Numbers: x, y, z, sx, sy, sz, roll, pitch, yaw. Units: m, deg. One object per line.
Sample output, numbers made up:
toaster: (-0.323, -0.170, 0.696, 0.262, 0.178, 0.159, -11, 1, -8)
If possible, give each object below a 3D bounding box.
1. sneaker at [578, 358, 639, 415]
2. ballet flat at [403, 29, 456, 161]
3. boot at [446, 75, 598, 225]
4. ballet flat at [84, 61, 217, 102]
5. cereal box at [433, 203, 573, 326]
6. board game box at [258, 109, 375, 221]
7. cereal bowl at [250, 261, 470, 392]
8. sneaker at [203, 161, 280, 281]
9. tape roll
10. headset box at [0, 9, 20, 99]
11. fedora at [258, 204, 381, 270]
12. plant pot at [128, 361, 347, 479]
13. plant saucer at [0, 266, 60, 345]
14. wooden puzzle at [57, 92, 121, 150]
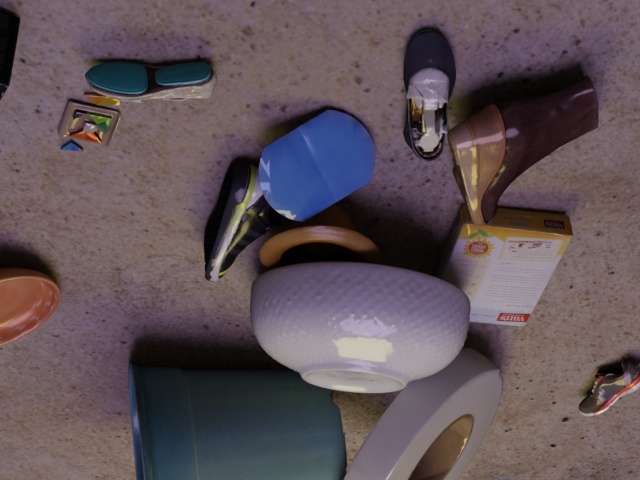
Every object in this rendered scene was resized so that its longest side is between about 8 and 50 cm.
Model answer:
sneaker: (0.518, 0.260, 2.125, 0.065, 0.061, 0.158, 40, 126, -7)
ballet flat: (0.145, -0.182, 1.546, 0.074, 0.074, 0.203, -3, 139, -2)
boot: (0.289, -0.118, 1.623, 0.207, 0.090, 0.248, -20, 151, 2)
ballet flat: (-0.218, -0.197, 1.508, 0.168, 0.057, 0.052, -1, 149, -4)
cereal box: (0.274, 0.044, 1.840, 0.173, 0.047, 0.240, 6, 140, -9)
board game box: (-0.009, -0.110, 1.626, 0.169, 0.033, 0.133, -32, 122, -2)
cereal bowl: (0.056, 0.149, 1.786, 0.339, 0.141, 0.339, 6, 162, 2)
sneaker: (-0.108, -0.017, 1.706, 0.097, 0.084, 0.234, 9, 138, -17)
tape roll: (0.173, 0.363, 2.002, 0.392, 0.072, 0.392, -40, 150, -28)
headset box: (-0.541, -0.188, 1.429, 0.246, 0.131, 0.283, 22, 134, -27)
fedora: (0.000, 0.000, 1.731, 0.194, 0.079, 0.194, 2, 154, 1)
plant pot: (-0.143, 0.360, 1.985, 0.334, 0.341, 0.341, -4, 140, -12)
plant saucer: (-0.501, 0.101, 1.799, 0.200, 0.037, 0.200, -23, 153, -12)
wooden puzzle: (-0.312, -0.157, 1.577, 0.079, 0.014, 0.116, 8, 139, -14)
